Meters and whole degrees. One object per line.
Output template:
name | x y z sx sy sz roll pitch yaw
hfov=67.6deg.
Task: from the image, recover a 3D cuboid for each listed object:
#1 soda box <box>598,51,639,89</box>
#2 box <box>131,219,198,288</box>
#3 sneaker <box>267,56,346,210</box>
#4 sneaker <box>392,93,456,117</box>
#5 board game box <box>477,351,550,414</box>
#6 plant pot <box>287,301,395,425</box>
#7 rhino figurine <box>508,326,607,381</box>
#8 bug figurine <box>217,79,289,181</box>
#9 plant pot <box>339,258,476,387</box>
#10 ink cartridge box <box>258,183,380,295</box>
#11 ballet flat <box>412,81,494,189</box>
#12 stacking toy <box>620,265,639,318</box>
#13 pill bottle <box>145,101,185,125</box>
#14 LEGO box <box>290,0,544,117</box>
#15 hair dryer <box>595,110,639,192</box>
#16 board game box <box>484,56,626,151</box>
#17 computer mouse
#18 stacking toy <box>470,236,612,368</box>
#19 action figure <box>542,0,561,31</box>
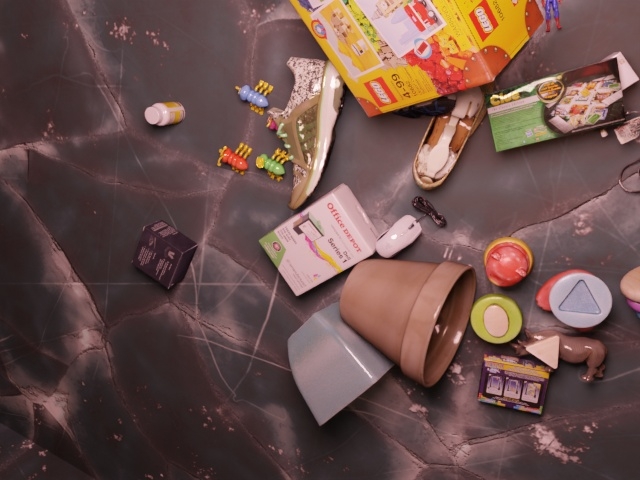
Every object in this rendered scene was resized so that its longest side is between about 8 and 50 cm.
soda box | 0.569 -0.316 1.059 0.216 0.069 0.073 -35 94 26
box | -0.512 0.044 1.573 0.158 0.093 0.155 33 116 7
sneaker | -0.053 -0.284 1.244 0.182 0.158 0.409 16 106 3
sneaker | 0.238 -0.335 1.116 0.080 0.211 0.081 7 98 -26
board game box | 0.537 0.398 1.340 0.171 0.048 0.140 8 109 18
plant pot | 0.051 0.328 1.394 0.252 0.247 0.248 49 118 14
rhino figurine | 0.620 0.288 1.256 0.244 0.073 0.106 10 108 19
bug figurine | -0.173 -0.291 1.340 0.216 0.072 0.278 27 115 9
plant pot | 0.215 0.177 1.259 0.281 0.323 0.322 20 115 30
ink cartridge box | 0.000 0.000 1.355 0.278 0.117 0.201 -31 96 26
ballet flat | 0.314 -0.277 1.142 0.123 0.123 0.348 26 115 10
stacking toy | 0.838 0.218 1.132 0.141 0.141 0.330 -23 107 26
pill bottle | -0.453 -0.368 1.389 0.065 0.116 0.065 6 110 18
LEGO box | 0.117 -0.520 0.907 0.500 0.193 0.373 50 159 -22
hair dryer | 0.762 -0.252 1.024 0.294 0.080 0.223 -29 111 33
board game box | 0.503 -0.290 1.039 0.260 0.030 0.136 -10 106 24
computer mouse | 0.230 -0.026 1.264 0.193 0.042 0.106 -42 91 1
stacking toy | 0.520 0.164 1.173 0.309 0.130 0.279 24 103 18
action figure | 0.500 -0.517 1.036 0.038 0.030 0.115 -7 104 27
